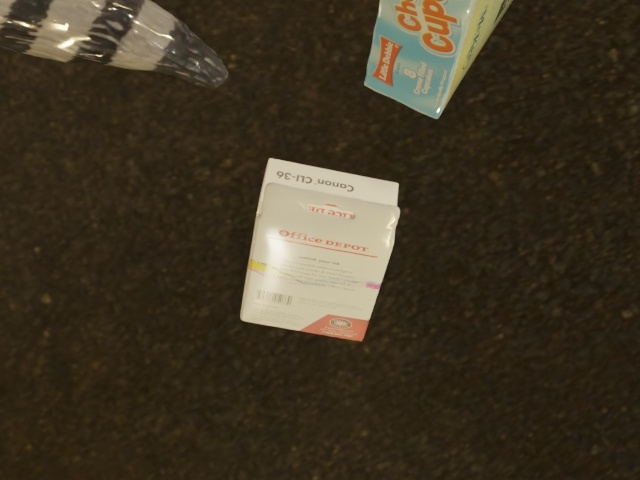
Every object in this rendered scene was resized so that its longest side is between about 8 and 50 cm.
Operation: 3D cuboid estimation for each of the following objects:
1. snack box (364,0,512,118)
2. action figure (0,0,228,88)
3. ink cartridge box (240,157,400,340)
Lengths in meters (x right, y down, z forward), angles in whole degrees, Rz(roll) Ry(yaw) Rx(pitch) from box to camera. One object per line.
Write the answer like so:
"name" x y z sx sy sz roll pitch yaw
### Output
"snack box" 0.108 -0.235 0.670 0.060 0.187 0.322 28 149 11
"action figure" -0.170 -0.100 0.349 0.341 0.330 0.178 -134 40 -54
"ink cartridge box" 0.000 0.000 1.042 0.115 0.067 0.198 11 143 -3
